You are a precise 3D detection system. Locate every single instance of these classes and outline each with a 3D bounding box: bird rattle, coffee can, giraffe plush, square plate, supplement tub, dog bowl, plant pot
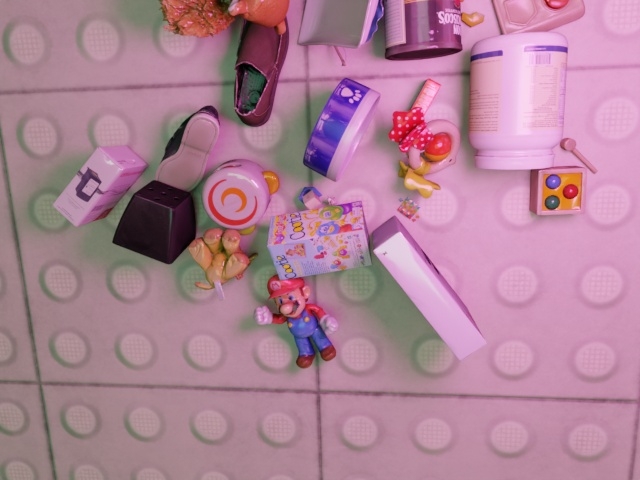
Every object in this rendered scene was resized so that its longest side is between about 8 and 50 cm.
[{"bbox_3d":[0.290,-0.261,1.443,0.207,0.143,0.253,-22,125,-14],"label":"bird rattle"},{"bbox_3d":[0.259,-0.622,1.343,0.202,0.201,0.275,-3,102,8],"label":"coffee can"},{"bbox_3d":[-0.277,0.060,1.579,0.182,0.170,0.210,1,99,17],"label":"giraffe plush"},{"bbox_3d":[0.069,-0.664,1.323,0.049,0.347,0.343,6,106,-31],"label":"square plate"},{"bbox_3d":[0.508,-0.355,1.354,0.236,0.235,0.324,-1,103,7],"label":"supplement tub"},{"bbox_3d":[0.057,-0.298,1.408,0.104,0.265,0.264,27,104,3],"label":"dog bowl"},{"bbox_3d":[-0.479,-0.069,1.546,0.188,0.187,0.166,20,118,3],"label":"plant pot"}]

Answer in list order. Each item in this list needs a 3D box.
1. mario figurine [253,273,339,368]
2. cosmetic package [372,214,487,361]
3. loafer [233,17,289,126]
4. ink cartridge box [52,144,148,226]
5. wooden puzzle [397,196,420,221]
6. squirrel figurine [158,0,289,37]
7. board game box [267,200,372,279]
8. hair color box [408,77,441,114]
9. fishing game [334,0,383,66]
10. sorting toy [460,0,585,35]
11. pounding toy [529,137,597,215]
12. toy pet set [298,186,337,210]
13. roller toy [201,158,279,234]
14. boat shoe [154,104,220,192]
[{"bbox_3d":[-0.075,0.250,1.591,0.198,0.170,0.320,-32,107,-22],"label":"mario figurine"},{"bbox_3d":[0.294,0.119,1.463,0.097,0.284,0.377,-37,96,13],"label":"cosmetic package"},{"bbox_3d":[-0.170,-0.503,1.458,0.134,0.130,0.365,8,103,5],"label":"loafer"},{"bbox_3d":[-0.659,-0.170,1.570,0.100,0.172,0.237,44,104,-4],"label":"ink cartridge box"},{"bbox_3d":[0.266,-0.096,1.560,0.083,0.006,0.049,37,104,-2],"label":"wooden puzzle"},{"bbox_3d":[-0.228,-0.669,1.328,0.397,0.281,0.370,-33,76,30],"label":"squirrel figurine"},{"bbox_3d":[0.000,0.000,1.520,0.276,0.142,0.144,-10,129,8],"label":"board game box"},{"bbox_3d":[0.282,-0.380,1.461,0.043,0.072,0.141,28,105,-1],"label":"hair color box"},{"bbox_3d":[0.094,-0.609,1.363,0.264,0.041,0.189,-40,63,48],"label":"fishing game"},{"bbox_3d":[0.520,-0.649,1.380,0.308,0.041,0.228,-18,102,13],"label":"sorting toy"},{"bbox_3d":[0.689,-0.179,1.445,0.181,0.094,0.205,-2,103,7],"label":"pounding toy"},{"bbox_3d":[-0.017,-0.105,1.578,0.122,0.065,0.114,-35,131,16],"label":"toy pet set"},{"bbox_3d":[-0.242,-0.142,1.539,0.191,0.146,0.209,31,113,-8],"label":"roller toy"},{"bbox_3d":[-0.393,-0.267,1.545,0.127,0.113,0.340,20,132,-19],"label":"boat shoe"}]
